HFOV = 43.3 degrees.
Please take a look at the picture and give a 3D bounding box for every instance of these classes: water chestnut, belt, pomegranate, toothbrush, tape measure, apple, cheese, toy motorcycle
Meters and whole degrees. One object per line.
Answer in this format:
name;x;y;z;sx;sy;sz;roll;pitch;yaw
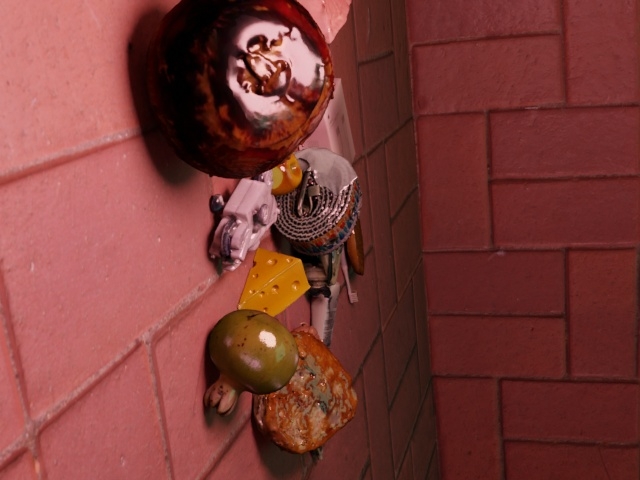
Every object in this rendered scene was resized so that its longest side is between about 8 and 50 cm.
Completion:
water chestnut;-0.149;-0.288;1.403;0.350;0.302;0.351;-12;112;-33
belt;-0.008;-0.099;1.952;0.150;0.207;0.258;55;45;-65
pomegranate;-0.131;0.239;1.567;0.179;0.179;0.211;49;44;-65
toothbrush;0.074;0.060;2.506;0.025;0.030;0.342;-75;155;-54
tape measure;0.000;0.000;2.128;0.207;0.115;0.235;71;24;-50
apple;-0.096;-0.159;1.839;0.099;0.101;0.114;-46;131;-65
cheese;-0.125;0.115;1.792;0.171;0.126;0.093;-53;142;-32
toy motorcycle;-0.150;-0.040;1.666;0.171;0.110;0.260;88;17;-46

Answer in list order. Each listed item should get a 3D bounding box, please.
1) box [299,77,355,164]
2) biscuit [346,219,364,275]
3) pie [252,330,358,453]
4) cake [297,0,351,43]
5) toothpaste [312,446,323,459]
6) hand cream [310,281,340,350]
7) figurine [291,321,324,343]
box;0.011;-0.286;2.209;0.203;0.106;0.252;-68;150;-50
biscuit;0.106;-0.016;2.557;0.262;0.037;0.262;-7;90;-83
pie;-0.044;0.356;1.859;0.308;0.085;0.308;4;84;-45
cake;-0.089;-0.559;1.584;0.314;0.293;0.307;-63;146;-46
toothpaste;-0.024;0.512;2.148;0.049;0.031;0.204;-68;149;-53
hand cream;0.002;0.240;2.226;0.124;0.077;0.341;-1;97;-74
figurine;-0.027;0.282;2.019;0.114;0.126;0.157;-26;-125;60
